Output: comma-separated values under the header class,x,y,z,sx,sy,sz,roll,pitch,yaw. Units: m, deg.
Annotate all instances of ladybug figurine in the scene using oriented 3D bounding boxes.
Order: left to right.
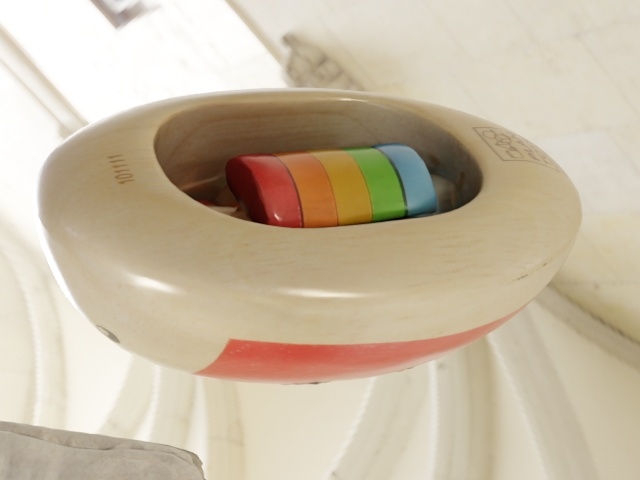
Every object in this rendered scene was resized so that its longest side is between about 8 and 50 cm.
class,x,y,z,sx,sy,sz,roll,pitch,yaw
ladybug figurine,0.000,0.000,1.007,0.305,0.449,0.162,-123,-143,-49

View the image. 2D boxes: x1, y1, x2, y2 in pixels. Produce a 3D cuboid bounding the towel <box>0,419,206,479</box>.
class,x,y,z,sx,sy,sz,roll,pitch,yaw
towel,-0.137,0.171,0.501,0.282,0.187,0.049,-92,-167,-59
